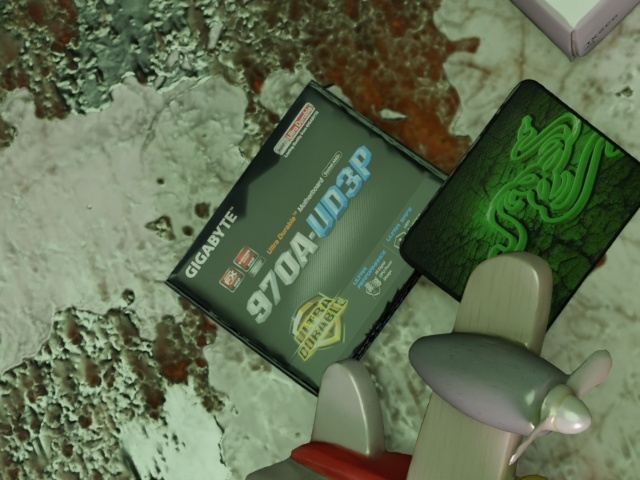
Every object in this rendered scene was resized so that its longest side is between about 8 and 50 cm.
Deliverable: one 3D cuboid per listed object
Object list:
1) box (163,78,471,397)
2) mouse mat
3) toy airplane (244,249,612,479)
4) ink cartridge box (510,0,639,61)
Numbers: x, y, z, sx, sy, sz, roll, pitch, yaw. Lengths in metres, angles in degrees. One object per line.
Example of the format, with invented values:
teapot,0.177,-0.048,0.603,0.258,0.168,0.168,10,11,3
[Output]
box,0.000,0.000,1.709,0.175,0.051,0.220,37,91,10
mouse mat,0.176,-0.021,1.677,0.152,0.007,0.190,36,89,-12
toy airplane,0.112,0.247,1.553,0.384,0.272,0.386,-31,94,25
ink cartridge box,0.184,-0.342,1.673,0.223,0.129,0.307,-45,80,2
